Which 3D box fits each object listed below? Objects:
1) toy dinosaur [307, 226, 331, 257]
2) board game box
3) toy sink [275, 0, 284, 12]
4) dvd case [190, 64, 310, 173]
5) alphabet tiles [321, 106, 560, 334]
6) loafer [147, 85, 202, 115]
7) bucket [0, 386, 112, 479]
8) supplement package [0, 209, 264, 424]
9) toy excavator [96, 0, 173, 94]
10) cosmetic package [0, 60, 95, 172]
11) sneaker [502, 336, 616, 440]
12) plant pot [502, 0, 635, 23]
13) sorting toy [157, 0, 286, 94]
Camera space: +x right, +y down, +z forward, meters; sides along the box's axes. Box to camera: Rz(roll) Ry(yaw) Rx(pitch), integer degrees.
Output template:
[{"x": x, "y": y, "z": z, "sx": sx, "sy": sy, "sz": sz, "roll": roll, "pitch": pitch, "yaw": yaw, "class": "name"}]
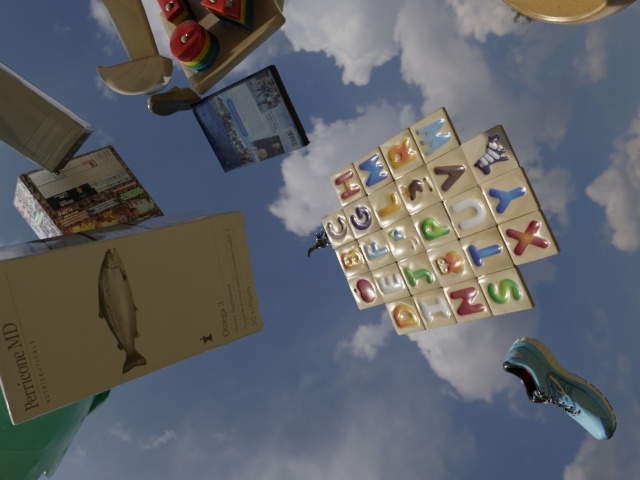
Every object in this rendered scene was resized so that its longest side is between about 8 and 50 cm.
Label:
[{"x": 0.000, "y": 0.000, "z": 1.043, "sx": 0.090, "sy": 0.082, "sz": 0.047, "roll": -33, "pitch": -96, "yaw": -2, "class": "toy dinosaur"}, {"x": -0.546, "y": -0.050, "z": 1.110, "sx": 0.291, "sy": 0.141, "sz": 0.232, "roll": 54, "pitch": -134, "yaw": -1, "class": "board game box"}, {"x": -0.172, "y": -0.752, "z": 1.285, "sx": 0.153, "sy": 0.131, "sz": 0.234, "roll": 7, "pitch": -60, "yaw": -11, "class": "toy sink"}, {"x": -0.164, "y": -0.263, "z": 1.017, "sx": 0.022, "sy": 0.253, "sz": 0.180, "roll": -51, "pitch": -58, "yaw": -49, "class": "dvd case"}, {"x": 0.144, "y": -0.011, "z": 0.661, "sx": 0.011, "sy": 0.343, "sz": 0.285, "roll": -21, "pitch": -93, "yaw": -44, "class": "alphabet tiles"}, {"x": -0.354, "y": -0.336, "z": 1.079, "sx": 0.050, "sy": 0.056, "sz": 0.148, "roll": 52, "pitch": -143, "yaw": 8, "class": "loafer"}, {"x": -0.388, "y": 0.140, "z": 0.540, "sx": 0.281, "sy": 0.281, "sz": 0.183, "roll": 36, "pitch": -102, "yaw": -32, "class": "bucket"}, {"x": -0.152, "y": 0.042, "z": 0.354, "sx": 0.179, "sy": 0.105, "sz": 0.105, "roll": -16, "pitch": -76, "yaw": -34, "class": "supplement package"}, {"x": -0.487, "y": -0.524, "z": 0.828, "sx": 0.446, "sy": 0.222, "sz": 0.432, "roll": 12, "pitch": -74, "yaw": -4, "class": "toy excavator"}, {"x": -0.624, "y": -0.264, "z": 0.940, "sx": 0.238, "sy": 0.107, "sz": 0.127, "roll": 40, "pitch": -88, "yaw": -20, "class": "cosmetic package"}, {"x": 0.324, "y": 0.215, "z": 0.631, "sx": 0.073, "sy": 0.162, "sz": 0.063, "roll": -31, "pitch": -34, "yaw": -25, "class": "sneaker"}, {"x": 0.270, "y": -0.341, "z": 0.537, "sx": 0.236, "sy": 0.236, "sz": 0.032, "roll": 35, "pitch": -90, "yaw": -32, "class": "plant pot"}, {"x": -0.245, "y": -0.507, "z": 0.994, "sx": 0.255, "sy": 0.257, "sz": 0.089, "roll": 63, "pitch": -161, "yaw": 18, "class": "sorting toy"}]
